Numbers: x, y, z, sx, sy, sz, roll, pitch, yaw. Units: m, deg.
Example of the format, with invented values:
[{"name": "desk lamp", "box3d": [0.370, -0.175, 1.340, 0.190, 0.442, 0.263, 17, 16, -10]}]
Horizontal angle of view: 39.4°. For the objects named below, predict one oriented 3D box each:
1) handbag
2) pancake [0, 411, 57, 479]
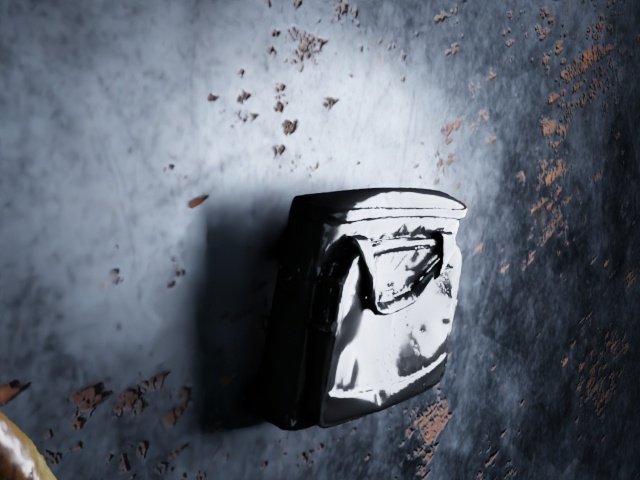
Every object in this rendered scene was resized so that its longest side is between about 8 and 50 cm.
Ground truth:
[{"name": "handbag", "box3d": [0.054, 0.065, 0.917, 0.275, 0.088, 0.244, -2, 106, -50]}, {"name": "pancake", "box3d": [-0.276, 0.207, 0.560, 0.244, 0.057, 0.266, -48, 131, -35]}]
